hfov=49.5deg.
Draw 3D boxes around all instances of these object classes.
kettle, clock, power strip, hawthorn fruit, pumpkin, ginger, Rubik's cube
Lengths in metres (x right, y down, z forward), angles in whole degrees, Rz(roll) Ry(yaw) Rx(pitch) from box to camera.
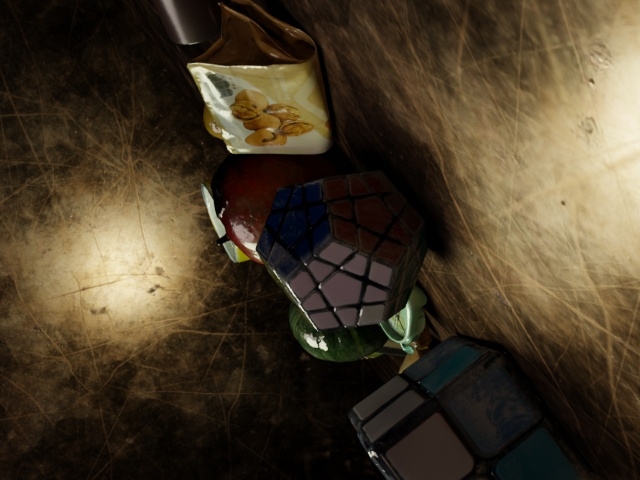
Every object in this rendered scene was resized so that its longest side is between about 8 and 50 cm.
[{"bbox_3d":[-0.270,-0.534,1.354,0.232,0.144,0.202,71,-166,-46],"label":"kettle"},{"bbox_3d":[0.187,0.173,1.646,0.148,0.060,0.188,39,141,45],"label":"clock"},{"bbox_3d":[0.169,0.280,2.057,0.257,0.070,0.105,15,-156,-45],"label":"power strip"},{"bbox_3d":[-0.088,-0.097,1.518,0.316,0.316,0.316,53,173,10],"label":"hawthorn fruit"},{"bbox_3d":[0.065,0.198,1.882,0.300,0.300,0.207,45,163,51],"label":"pumpkin"},{"bbox_3d":[0.222,0.197,1.757,0.103,0.073,0.162,14,129,54],"label":"ginger"},{"bbox_3d":[0.042,0.015,1.267,0.264,0.319,0.319,23,-163,-43],"label":"Rubik's cube"},{"bbox_3d":[0.278,0.409,1.403,0.316,0.318,0.313,55,174,-2],"label":"Rubik's cube"}]

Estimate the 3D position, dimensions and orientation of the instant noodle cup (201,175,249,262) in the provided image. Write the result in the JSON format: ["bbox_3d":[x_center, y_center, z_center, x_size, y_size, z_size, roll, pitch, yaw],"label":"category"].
[{"bbox_3d":[-0.176,-0.096,1.973,0.325,0.254,0.325,59,165,27],"label":"instant noodle cup"}]

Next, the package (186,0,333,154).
[{"bbox_3d":[-0.092,-0.300,1.271,0.311,0.221,0.165,67,-155,-69],"label":"package"}]

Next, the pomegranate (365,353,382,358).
[{"bbox_3d":[0.158,0.305,2.400,0.180,0.180,0.209,70,-161,-66],"label":"pomegranate"}]

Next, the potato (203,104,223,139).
[{"bbox_3d":[-0.247,-0.349,1.917,0.203,0.158,0.178,47,172,21],"label":"potato"}]

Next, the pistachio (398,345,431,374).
[{"bbox_3d":[0.283,0.365,1.849,0.260,0.163,0.212,-107,6,-70],"label":"pistachio"}]
